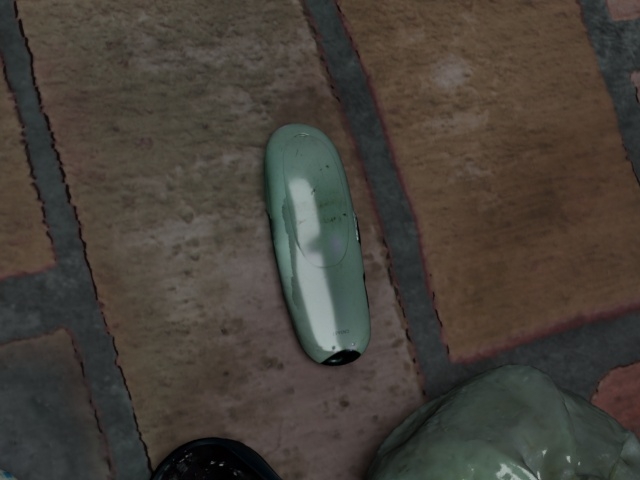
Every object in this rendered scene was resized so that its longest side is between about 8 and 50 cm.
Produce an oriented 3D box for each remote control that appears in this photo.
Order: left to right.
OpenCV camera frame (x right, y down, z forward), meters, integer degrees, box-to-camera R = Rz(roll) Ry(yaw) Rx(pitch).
[{"bbox_3d":[-0.001,0.001,1.252,0.097,0.045,0.256,-11,83,-21],"label":"remote control"}]

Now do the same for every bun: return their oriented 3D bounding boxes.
[{"bbox_3d":[0.202,0.291,1.172,0.354,0.194,0.355,5,75,-20],"label":"bun"}]

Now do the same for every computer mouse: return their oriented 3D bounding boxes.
[{"bbox_3d":[-0.059,0.283,1.136,0.233,0.096,0.137,43,67,-4],"label":"computer mouse"}]

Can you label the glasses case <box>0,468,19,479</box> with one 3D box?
[{"bbox_3d":[-0.396,0.217,1.003,0.327,0.076,0.125,21,57,-22],"label":"glasses case"}]
